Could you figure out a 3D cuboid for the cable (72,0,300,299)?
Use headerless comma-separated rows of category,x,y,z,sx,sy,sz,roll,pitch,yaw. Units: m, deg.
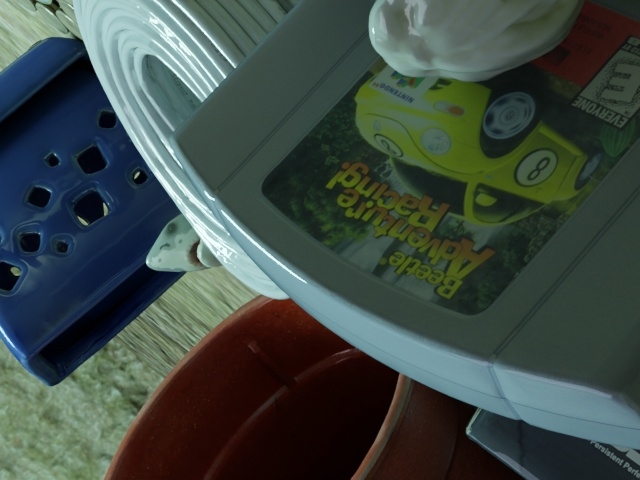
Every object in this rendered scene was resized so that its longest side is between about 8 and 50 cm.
cable,-0.055,-0.087,1.176,0.257,0.089,0.257,41,157,32

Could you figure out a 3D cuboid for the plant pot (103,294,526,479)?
plant pot,0.036,0.203,1.290,0.265,0.272,0.272,44,168,-28

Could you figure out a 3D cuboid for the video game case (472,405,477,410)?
video game case,0.096,0.141,1.770,0.275,0.035,0.248,42,168,-1

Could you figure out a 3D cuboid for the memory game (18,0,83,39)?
memory game,-0.249,-0.228,1.556,0.186,0.012,0.186,38,168,9

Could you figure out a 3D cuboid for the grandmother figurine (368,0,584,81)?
grandmother figurine,-0.031,-0.182,0.838,0.342,0.104,0.208,37,-167,21

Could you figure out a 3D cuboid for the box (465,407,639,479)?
box,0.288,0.174,0.926,0.395,0.097,0.318,36,-169,23

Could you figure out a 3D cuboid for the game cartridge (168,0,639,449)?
game cartridge,0.073,-0.033,0.840,0.294,0.196,0.060,29,164,40

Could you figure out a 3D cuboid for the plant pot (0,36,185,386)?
plant pot,-0.226,-0.031,1.681,0.212,0.236,0.236,47,171,5

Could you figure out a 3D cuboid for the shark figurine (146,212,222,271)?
shark figurine,0.028,-0.003,1.392,0.278,0.166,0.116,27,-159,-27
